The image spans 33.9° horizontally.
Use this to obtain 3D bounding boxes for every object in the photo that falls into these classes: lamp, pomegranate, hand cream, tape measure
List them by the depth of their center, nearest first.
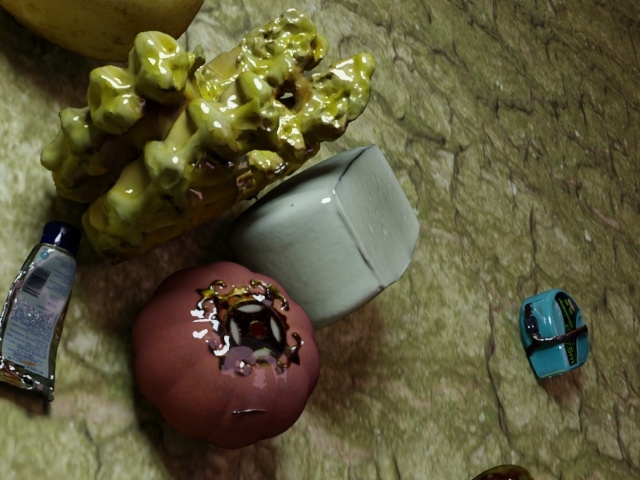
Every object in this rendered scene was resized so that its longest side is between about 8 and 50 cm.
[{"bbox_3d":[-0.240,0.057,0.902,0.062,0.039,0.163,36,47,-36],"label":"hand cream"},{"bbox_3d":[-0.091,0.109,0.981,0.182,0.140,0.182,19,49,-23],"label":"lamp"},{"bbox_3d":[-0.215,-0.310,1.015,0.260,0.260,0.260,33,43,-37],"label":"pomegranate"},{"bbox_3d":[0.358,0.139,1.606,0.146,0.081,0.125,-8,76,-56],"label":"tape measure"}]

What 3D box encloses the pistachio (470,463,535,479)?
[{"bbox_3d":[0.225,0.361,1.234,0.165,0.130,0.210,5,54,-6],"label":"pistachio"}]

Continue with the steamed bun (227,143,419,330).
[{"bbox_3d":[0.000,0.000,1.141,0.146,0.164,0.241,60,21,-9],"label":"steamed bun"}]

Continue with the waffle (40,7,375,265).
[{"bbox_3d":[-0.107,-0.101,0.989,0.151,0.261,0.324,56,30,5],"label":"waffle"}]
